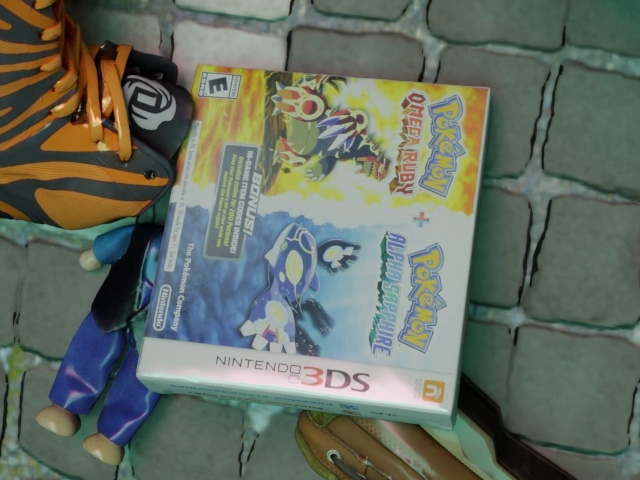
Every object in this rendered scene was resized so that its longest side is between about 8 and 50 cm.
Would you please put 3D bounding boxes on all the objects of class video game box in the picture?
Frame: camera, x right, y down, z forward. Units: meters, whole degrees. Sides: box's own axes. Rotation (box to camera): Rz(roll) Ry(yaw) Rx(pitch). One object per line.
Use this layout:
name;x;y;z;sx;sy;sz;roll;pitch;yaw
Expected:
video game box;0.000;0.000;0.806;0.187;0.048;0.205;6;72;7

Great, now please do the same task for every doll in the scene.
doll;-0.111;0.050;0.880;0.129;0.046;0.189;28;98;13

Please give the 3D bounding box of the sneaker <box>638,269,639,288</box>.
sneaker;0.265;-0.076;0.773;0.121;0.099;0.262;45;97;8

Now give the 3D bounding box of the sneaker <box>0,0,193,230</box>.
sneaker;-0.152;-0.121;0.767;0.180;0.125;0.321;12;145;-15

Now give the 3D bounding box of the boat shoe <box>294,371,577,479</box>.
boat shoe;0.116;0.190;0.837;0.307;0.110;0.104;46;104;12
